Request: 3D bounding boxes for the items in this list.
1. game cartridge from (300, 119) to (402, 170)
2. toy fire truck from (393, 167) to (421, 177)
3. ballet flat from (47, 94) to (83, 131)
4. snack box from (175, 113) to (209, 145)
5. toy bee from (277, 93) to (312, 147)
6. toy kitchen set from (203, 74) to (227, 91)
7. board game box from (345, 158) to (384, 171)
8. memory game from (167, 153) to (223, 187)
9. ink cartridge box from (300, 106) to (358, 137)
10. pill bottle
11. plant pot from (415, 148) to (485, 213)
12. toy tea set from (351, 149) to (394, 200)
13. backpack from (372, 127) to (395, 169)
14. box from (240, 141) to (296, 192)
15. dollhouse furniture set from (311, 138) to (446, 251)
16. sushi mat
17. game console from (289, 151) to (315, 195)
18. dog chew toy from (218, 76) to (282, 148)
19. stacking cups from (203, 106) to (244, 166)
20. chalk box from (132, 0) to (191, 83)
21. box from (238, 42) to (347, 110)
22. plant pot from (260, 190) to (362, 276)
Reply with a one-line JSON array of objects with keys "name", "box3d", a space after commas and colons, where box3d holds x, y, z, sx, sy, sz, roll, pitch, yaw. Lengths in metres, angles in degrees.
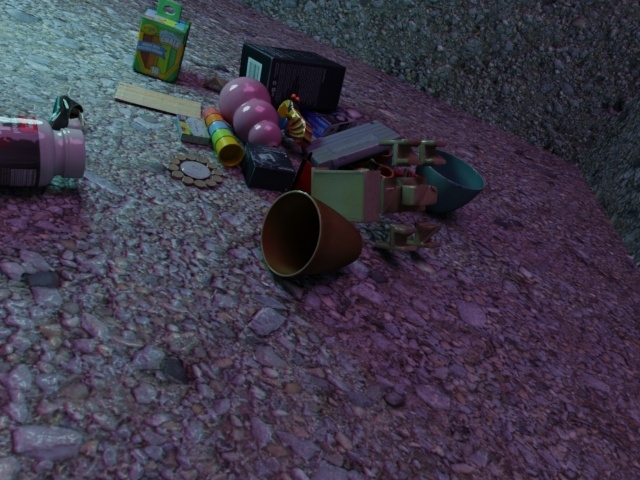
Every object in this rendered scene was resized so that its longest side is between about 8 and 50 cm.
[{"name": "game cartridge", "box3d": [0.122, -0.377, 1.904, 0.355, 0.068, 0.230, -20, 40, -11]}, {"name": "toy fire truck", "box3d": [0.351, -0.252, 1.988, 0.047, 0.135, 0.192, 12, 37, -21]}, {"name": "ballet flat", "box3d": [-0.767, -0.356, 1.431, 0.096, 0.095, 0.280, 21, 33, -30]}, {"name": "snack box", "box3d": [-0.468, -0.406, 1.736, 0.100, 0.037, 0.141, 5, 40, -31]}, {"name": "toy bee", "box3d": [-0.127, -0.513, 1.940, 0.298, 0.162, 0.195, 37, 9, 14]}, {"name": "toy kitchen set", "box3d": [-0.463, -0.688, 2.121, 0.083, 0.075, 0.068, 56, 25, -30]}, {"name": "board game box", "box3d": [0.208, -0.303, 2.036, 0.170, 0.048, 0.141, 33, 36, 8]}, {"name": "memory game", "box3d": [-0.411, -0.229, 1.564, 0.186, 0.012, 0.186, 18, 35, -13]}, {"name": "ink cartridge box", "box3d": [0.027, -0.577, 2.271, 0.165, 0.065, 0.333, 39, 37, 17]}, {"name": "pill bottle", "box3d": [-0.766, -0.221, 1.172, 0.319, 0.176, 0.176, -4, 44, -37]}, {"name": "plant pot", "box3d": [0.513, -0.227, 2.008, 0.290, 0.195, 0.290, 17, 35, -13]}, {"name": "toy tea set", "box3d": [0.218, -0.295, 1.900, 0.200, 0.124, 0.336, 11, 52, -10]}, {"name": "backpack", "box3d": [0.290, -0.411, 2.125, 0.158, 0.173, 0.117, -12, 50, -44]}, {"name": "box", "box3d": [-0.188, -0.258, 1.679, 0.156, 0.093, 0.158, 5, 41, -28]}, {"name": "dollhouse furniture set", "box3d": [0.198, -0.155, 1.597, 0.394, 0.361, 0.257, -6, 12, -39]}, {"name": "sushi mat", "box3d": [-0.619, -0.537, 1.828, 0.317, 0.019, 0.151, 10, 38, -23]}, {"name": "game console", "box3d": [-0.043, -0.220, 1.677, 0.085, 0.144, 0.124, 29, 34, 2]}, {"name": "dog chew toy", "box3d": [-0.257, -0.470, 1.829, 0.207, 0.206, 0.331, -9, 59, -41]}, {"name": "stacking cups", "box3d": [-0.372, -0.397, 1.740, 0.096, 0.096, 0.316, 0, 41, -33]}, {"name": "chalk box", "box3d": [-0.648, -0.838, 1.965, 0.180, 0.289, 0.179, 14, 36, -18]}, {"name": "box", "box3d": [-0.135, -0.755, 2.198, 0.396, 0.211, 0.293, -7, 34, -33]}, {"name": "plant pot", "box3d": [0.000, 0.000, 1.374, 0.254, 0.237, 0.237, 13, 34, -45]}]
